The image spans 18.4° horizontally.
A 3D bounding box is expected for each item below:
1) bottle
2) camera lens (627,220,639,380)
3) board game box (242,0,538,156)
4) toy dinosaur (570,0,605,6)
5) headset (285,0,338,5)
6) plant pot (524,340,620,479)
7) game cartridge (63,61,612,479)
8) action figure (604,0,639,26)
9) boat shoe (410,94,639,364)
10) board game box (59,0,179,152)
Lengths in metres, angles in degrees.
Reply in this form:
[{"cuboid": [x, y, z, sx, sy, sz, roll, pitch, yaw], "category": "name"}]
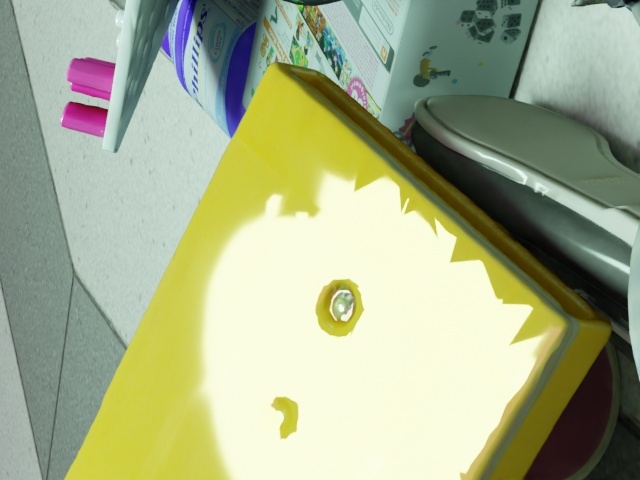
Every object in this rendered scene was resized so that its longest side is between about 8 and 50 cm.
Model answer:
[{"cuboid": [-0.071, -0.163, 1.636, 0.283, 0.092, 0.118, -132, 43, -56], "category": "bottle"}, {"cuboid": [0.251, 0.002, 0.687, 0.274, 0.219, 0.219, 128, 132, -60], "category": "camera lens"}, {"cuboid": [0.043, -0.152, 1.348, 0.224, 0.097, 0.303, -116, 31, -44], "category": "board game box"}, {"cuboid": [0.149, -0.225, 1.030, 0.160, 0.121, 0.313, -58, 45, 37], "category": "toy dinosaur"}, {"cuboid": [0.016, -0.336, 1.153, 0.243, 0.185, 0.394, 37, 105, 49], "category": "headset"}, {"cuboid": [0.077, 0.090, 1.221, 0.180, 0.201, 0.201, -7, 89, 53], "category": "plant pot"}, {"cuboid": [-0.007, 0.103, 1.141, 0.285, 0.053, 0.323, 45, 116, 40], "category": "game cartridge"}, {"cuboid": [0.200, -0.101, 0.888, 0.141, 0.164, 0.275, -157, 53, -75], "category": "action figure"}, {"cuboid": [0.141, -0.002, 1.117, 0.335, 0.112, 0.095, 37, 125, 58], "category": "boat shoe"}, {"cuboid": [-0.102, -0.327, 1.467, 0.390, 0.050, 0.390, 106, 179, -46], "category": "board game box"}]
